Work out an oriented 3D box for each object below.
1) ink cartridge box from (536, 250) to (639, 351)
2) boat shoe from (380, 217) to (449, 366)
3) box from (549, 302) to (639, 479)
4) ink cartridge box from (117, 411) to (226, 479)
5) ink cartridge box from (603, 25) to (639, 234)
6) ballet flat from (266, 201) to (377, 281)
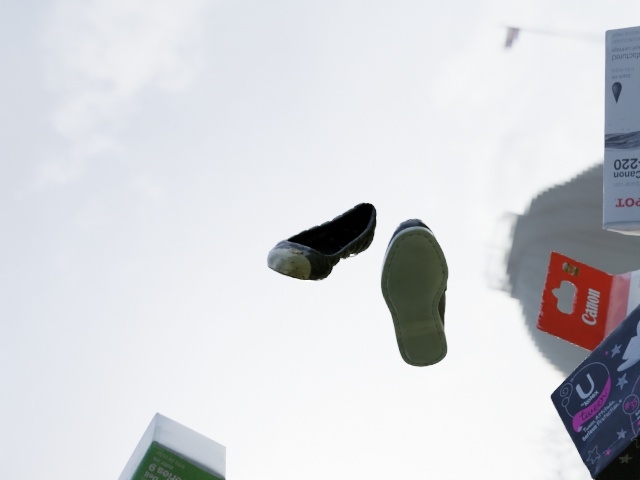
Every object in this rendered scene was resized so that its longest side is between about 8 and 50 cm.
[{"bbox_3d":[0.364,0.080,1.738,0.066,0.232,0.189,-63,1,30],"label":"ink cartridge box"},{"bbox_3d":[0.112,0.053,1.882,0.069,0.081,0.228,-94,-2,-47],"label":"boat shoe"},{"bbox_3d":[0.378,0.139,1.536,0.163,0.142,0.247,32,-69,-27],"label":"box"},{"bbox_3d":[-0.187,0.304,1.656,0.212,0.093,0.154,-62,6,4],"label":"ink cartridge box"},{"bbox_3d":[0.382,-0.116,1.643,0.092,0.158,0.218,3,-94,-49],"label":"ink cartridge box"},{"bbox_3d":[0.000,0.000,1.417,0.173,0.057,0.049,-28,-38,-62],"label":"ballet flat"}]
